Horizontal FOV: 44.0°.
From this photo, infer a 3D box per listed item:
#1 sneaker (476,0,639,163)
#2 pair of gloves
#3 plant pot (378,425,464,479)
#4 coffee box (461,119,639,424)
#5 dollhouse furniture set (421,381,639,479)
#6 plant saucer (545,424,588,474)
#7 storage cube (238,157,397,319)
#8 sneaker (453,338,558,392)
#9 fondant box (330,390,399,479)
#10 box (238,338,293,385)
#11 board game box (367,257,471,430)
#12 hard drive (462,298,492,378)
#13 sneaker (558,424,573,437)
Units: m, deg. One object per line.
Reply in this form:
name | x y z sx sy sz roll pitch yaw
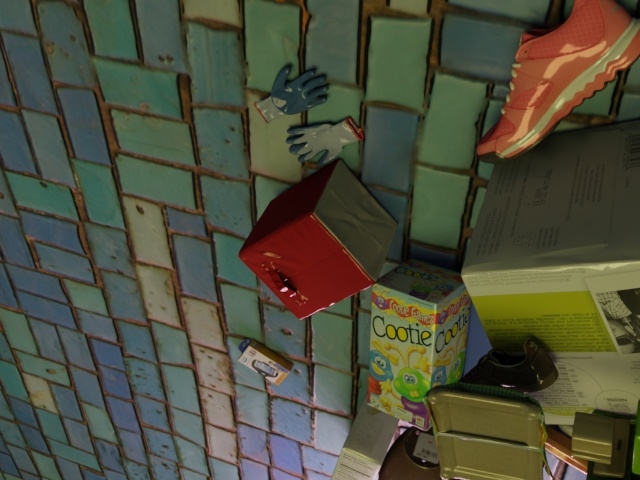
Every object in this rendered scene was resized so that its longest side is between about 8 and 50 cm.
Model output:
sneaker | 0.329 -0.243 1.176 0.136 0.116 0.314 45 128 -2
pair of gloves | -0.025 -0.221 1.418 0.159 0.023 0.198 -19 120 36
plant pot | 0.237 0.504 1.778 0.215 0.215 0.230 15 146 14
coffee box | 0.451 0.050 1.196 0.338 0.337 0.334 -7 126 31
dollhouse furniture set | 0.313 0.245 1.097 0.302 0.151 0.197 5 131 23
plant saucer | 0.524 0.444 1.677 0.200 0.037 0.200 32 173 4
storage cube | 0.000 0.000 1.475 0.193 0.215 0.183 -29 112 35
sneaker | 0.251 0.191 1.156 0.188 0.066 0.071 -25 99 36
fondant box | 0.103 0.490 1.846 0.096 0.238 0.330 24 136 8
box | -0.141 0.295 1.944 0.136 0.028 0.081 31 136 -5
board game box | 0.189 0.197 1.528 0.144 0.142 0.275 18 119 34
hard drive | 0.311 0.176 1.545 0.319 0.040 0.210 -34 85 43
sneaker | 0.613 0.429 1.635 0.235 0.094 0.153 -2 121 15
